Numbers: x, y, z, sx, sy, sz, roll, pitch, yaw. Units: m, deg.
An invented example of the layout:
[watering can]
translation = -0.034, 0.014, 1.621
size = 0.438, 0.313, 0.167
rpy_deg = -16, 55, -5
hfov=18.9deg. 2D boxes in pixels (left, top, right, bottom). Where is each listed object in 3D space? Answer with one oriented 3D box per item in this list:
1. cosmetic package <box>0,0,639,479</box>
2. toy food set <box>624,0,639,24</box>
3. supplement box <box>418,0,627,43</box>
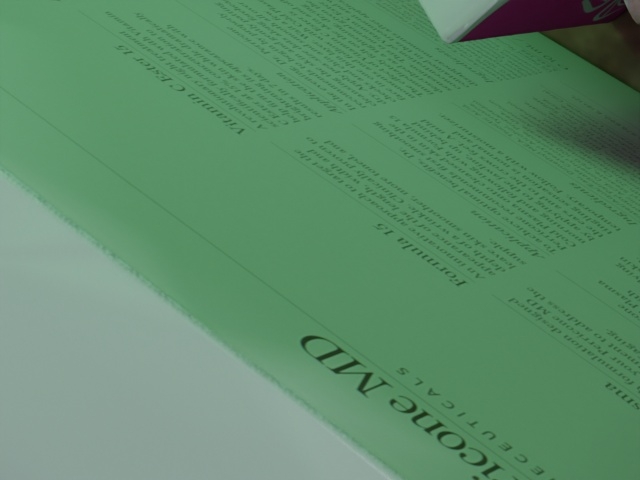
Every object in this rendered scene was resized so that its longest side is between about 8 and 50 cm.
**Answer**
[cosmetic package]
translation = 0.000, 0.000, 0.587
size = 0.377, 0.284, 0.097
rpy_deg = 36, 117, 28
[toy food set]
translation = 0.185, -0.207, 0.470
size = 0.306, 0.092, 0.219
rpy_deg = -20, 86, 10
[supplement box]
translation = 0.050, -0.186, 0.624
size = 0.114, 0.111, 0.220
rpy_deg = -41, 73, 35
